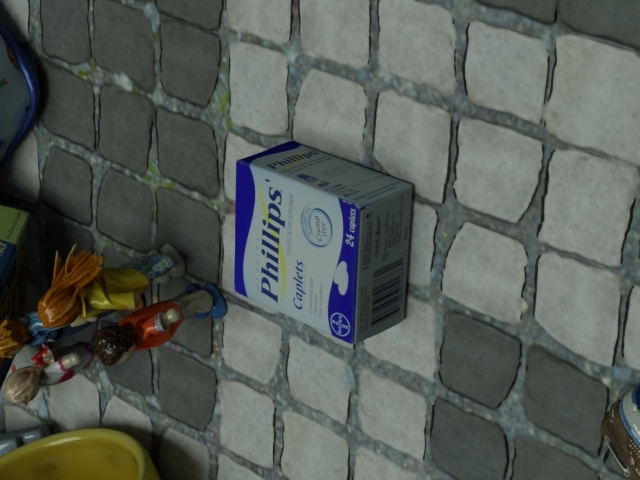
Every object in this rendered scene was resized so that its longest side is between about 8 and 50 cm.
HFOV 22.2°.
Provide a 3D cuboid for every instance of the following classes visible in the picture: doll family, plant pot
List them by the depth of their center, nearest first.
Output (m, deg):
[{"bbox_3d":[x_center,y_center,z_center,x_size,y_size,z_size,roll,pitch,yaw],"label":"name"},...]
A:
[{"bbox_3d":[-0.228,0.069,1.526,0.263,0.163,0.118,-26,89,46],"label":"doll family"},{"bbox_3d":[-0.241,0.356,1.622,0.254,0.254,0.239,2,124,43],"label":"plant pot"}]

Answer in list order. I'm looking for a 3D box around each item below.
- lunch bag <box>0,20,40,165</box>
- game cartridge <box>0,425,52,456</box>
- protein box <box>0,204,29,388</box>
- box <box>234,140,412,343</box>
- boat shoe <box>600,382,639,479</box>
[{"bbox_3d":[-0.415,-0.137,1.656,0.243,0.115,0.303,52,136,7],"label":"lunch bag"},{"bbox_3d":[-0.352,0.358,1.779,0.198,0.062,0.297,-10,101,14],"label":"game cartridge"},{"bbox_3d":[-0.407,0.059,1.628,0.199,0.136,0.201,15,138,1],"label":"protein box"},{"bbox_3d":[0.000,0.000,1.347,0.137,0.072,0.126,22,121,37],"label":"box"},{"bbox_3d":[0.269,0.192,1.186,0.183,0.066,0.066,62,142,18],"label":"boat shoe"}]
